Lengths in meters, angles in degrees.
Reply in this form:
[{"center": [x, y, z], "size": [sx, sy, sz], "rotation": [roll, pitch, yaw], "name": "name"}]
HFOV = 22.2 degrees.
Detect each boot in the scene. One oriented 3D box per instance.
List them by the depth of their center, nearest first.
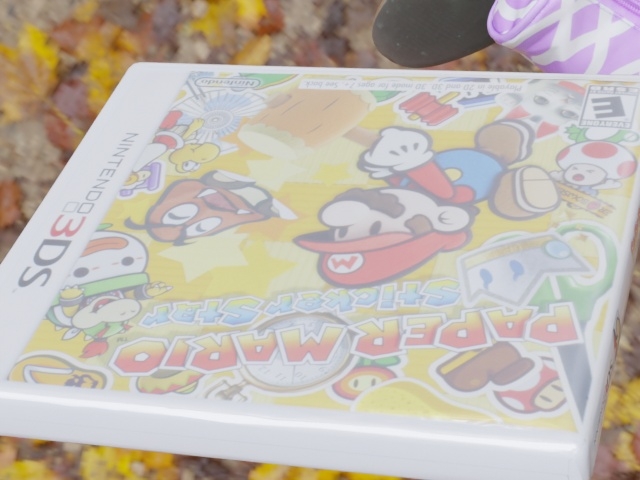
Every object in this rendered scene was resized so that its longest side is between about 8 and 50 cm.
[{"center": [0.166, -0.279, 1.491], "size": [0.305, 0.112, 0.115], "rotation": [-42, 29, 25], "name": "boot"}]

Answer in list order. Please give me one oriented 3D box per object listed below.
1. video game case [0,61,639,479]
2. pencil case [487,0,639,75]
[{"center": [0.000, 0.000, 0.595], "size": [0.227, 0.026, 0.206], "rotation": [4, 39, 17], "name": "video game case"}, {"center": [0.184, -0.086, 0.810], "size": [0.206, 0.088, 0.086], "rotation": [27, 93, -14], "name": "pencil case"}]
